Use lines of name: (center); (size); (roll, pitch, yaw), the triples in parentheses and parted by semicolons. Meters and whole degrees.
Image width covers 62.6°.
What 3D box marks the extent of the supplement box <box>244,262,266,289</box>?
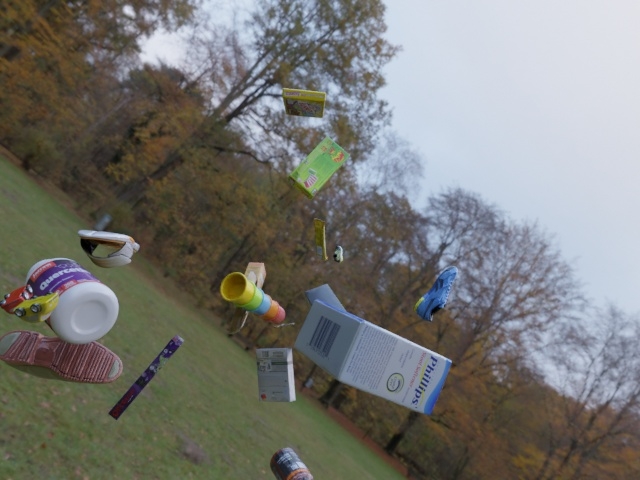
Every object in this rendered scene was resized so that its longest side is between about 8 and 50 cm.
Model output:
supplement box: (-0.312, 0.204, 2.379); (0.078, 0.233, 0.080); (2, -47, 9)

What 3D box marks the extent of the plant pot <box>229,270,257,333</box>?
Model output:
plant pot: (-0.267, 0.223, 1.868); (0.033, 0.236, 0.236); (19, -12, -1)

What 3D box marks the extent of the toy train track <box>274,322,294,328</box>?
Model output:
toy train track: (-0.127, 0.304, 1.862); (0.048, 0.083, 0.014); (-13, 89, -61)

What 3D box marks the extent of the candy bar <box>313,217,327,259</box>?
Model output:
candy bar: (0.000, 0.000, 1.643); (0.040, 0.018, 0.161); (20, -43, 26)

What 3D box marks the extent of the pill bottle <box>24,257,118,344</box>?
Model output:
pill bottle: (-0.741, 0.162, 1.539); (0.323, 0.181, 0.181); (22, -20, 40)

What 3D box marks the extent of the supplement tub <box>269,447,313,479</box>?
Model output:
supplement tub: (-0.091, 0.802, 1.785); (0.106, 0.106, 0.198); (46, -9, -30)

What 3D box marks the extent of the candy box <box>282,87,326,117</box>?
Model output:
candy box: (-0.041, -0.351, 1.357); (0.105, 0.027, 0.206); (3, 2, -1)

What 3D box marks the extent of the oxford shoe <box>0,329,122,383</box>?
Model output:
oxford shoe: (-0.834, 0.393, 1.718); (0.398, 0.140, 0.146); (15, -37, 2)

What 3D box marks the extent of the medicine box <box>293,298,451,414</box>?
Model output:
medicine box: (0.124, 0.287, 1.322); (0.289, 0.149, 0.263); (27, -7, -25)

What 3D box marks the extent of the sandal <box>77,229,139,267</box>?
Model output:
sandal: (-0.482, 0.029, 1.228); (0.102, 0.076, 0.265); (7, -9, -3)

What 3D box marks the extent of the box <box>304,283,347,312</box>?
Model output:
box: (0.037, 0.299, 1.911); (0.261, 0.103, 0.184); (-129, -156, -66)

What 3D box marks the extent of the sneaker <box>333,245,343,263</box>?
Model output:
sneaker: (0.067, 0.052, 2.088); (0.035, 0.031, 0.083); (16, 43, -26)

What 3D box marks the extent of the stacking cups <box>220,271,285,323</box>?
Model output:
stacking cups: (-0.206, 0.196, 1.731); (0.096, 0.096, 0.316); (32, -6, 31)

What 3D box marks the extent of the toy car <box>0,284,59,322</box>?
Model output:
toy car: (-0.721, 0.184, 1.186); (0.239, 0.225, 0.053); (2, -61, 44)

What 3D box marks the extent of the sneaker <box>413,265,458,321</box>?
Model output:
sneaker: (0.405, 0.182, 1.760); (0.082, 0.209, 0.069); (37, -6, 40)

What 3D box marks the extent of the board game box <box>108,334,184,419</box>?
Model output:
board game box: (-0.667, 0.521, 2.044); (0.056, 0.346, 0.208); (40, -11, 0)

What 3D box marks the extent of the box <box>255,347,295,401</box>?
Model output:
box: (-0.163, 0.483, 1.894); (0.145, 0.186, 0.038); (-10, -10, 33)

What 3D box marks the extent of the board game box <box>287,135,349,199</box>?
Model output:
board game box: (-0.006, -0.217, 1.574); (0.092, 0.181, 0.043); (41, -20, 0)
